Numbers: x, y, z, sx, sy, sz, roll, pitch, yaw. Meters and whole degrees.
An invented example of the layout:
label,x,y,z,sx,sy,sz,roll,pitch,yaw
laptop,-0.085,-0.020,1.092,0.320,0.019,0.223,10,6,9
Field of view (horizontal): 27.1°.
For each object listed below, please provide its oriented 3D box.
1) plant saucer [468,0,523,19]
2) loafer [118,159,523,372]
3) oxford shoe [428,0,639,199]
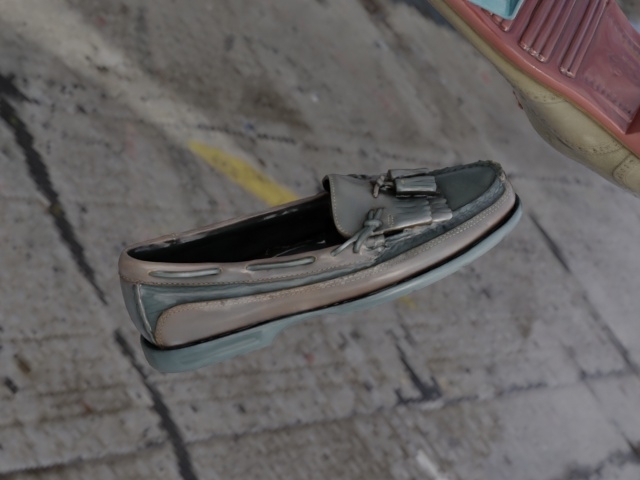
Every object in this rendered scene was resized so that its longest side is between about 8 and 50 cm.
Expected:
label,x,y,z,sx,sy,sz,roll,pitch,yaw
plant saucer,0.092,-0.177,0.646,0.067,0.192,0.018,26,66,2
loafer,0.000,0.000,0.856,0.096,0.267,0.084,-121,-171,-64
oxford shoe,0.171,-0.137,1.029,0.348,0.130,0.123,40,62,-10
